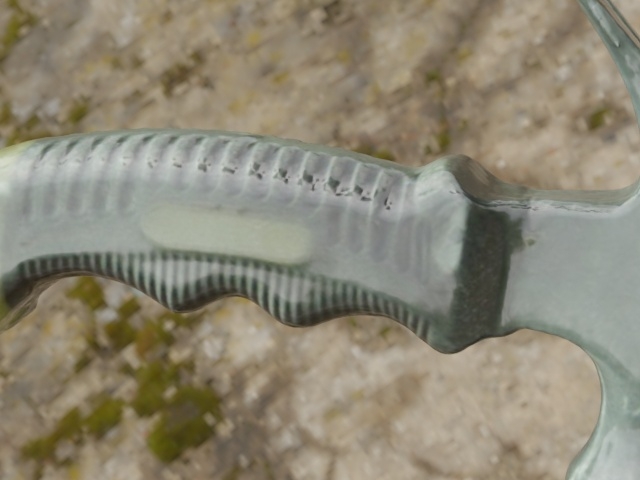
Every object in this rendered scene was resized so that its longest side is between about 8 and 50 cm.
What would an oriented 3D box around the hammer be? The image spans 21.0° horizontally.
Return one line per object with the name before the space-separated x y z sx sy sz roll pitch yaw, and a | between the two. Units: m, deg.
hammer | 0.000 0.000 0.493 0.227 0.158 0.041 4 12 14
